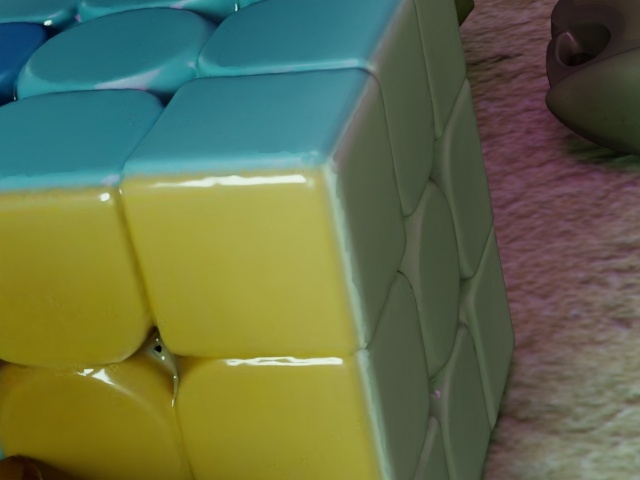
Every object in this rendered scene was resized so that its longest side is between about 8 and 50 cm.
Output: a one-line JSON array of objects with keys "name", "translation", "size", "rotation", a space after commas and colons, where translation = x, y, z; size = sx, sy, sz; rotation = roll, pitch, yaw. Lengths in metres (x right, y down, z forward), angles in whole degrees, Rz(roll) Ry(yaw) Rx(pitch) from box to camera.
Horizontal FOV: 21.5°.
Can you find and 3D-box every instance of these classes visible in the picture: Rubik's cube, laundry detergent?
[{"name": "Rubik's cube", "translation": [-0.074, 0.025, 0.898], "size": [0.292, 0.291, 0.290], "rotation": [-2, 30, 18]}, {"name": "laundry detergent", "translation": [0.257, -0.135, 1.258], "size": [0.181, 0.091, 0.253], "rotation": [-8, 29, 11]}]

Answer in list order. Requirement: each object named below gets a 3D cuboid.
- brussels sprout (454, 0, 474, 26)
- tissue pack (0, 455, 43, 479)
[{"name": "brussels sprout", "translation": [-0.095, -0.223, 1.303], "size": [0.361, 0.342, 0.425], "rotation": [-13, 6, 26]}, {"name": "tissue pack", "translation": [-0.184, 0.177, 0.679], "size": [0.183, 0.092, 0.226], "rotation": [-24, 15, -7]}]
